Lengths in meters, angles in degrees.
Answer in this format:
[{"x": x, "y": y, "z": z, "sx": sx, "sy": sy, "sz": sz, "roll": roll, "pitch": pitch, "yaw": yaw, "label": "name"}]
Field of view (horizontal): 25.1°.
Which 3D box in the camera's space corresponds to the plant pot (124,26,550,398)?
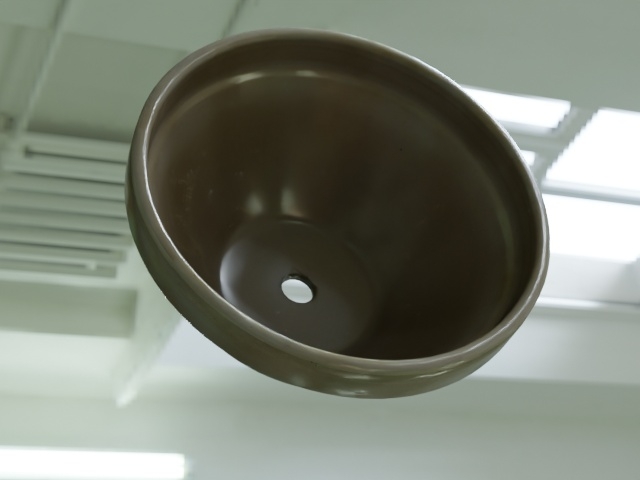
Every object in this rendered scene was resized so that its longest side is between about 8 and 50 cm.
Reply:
[{"x": 0.000, "y": 0.000, "z": 0.817, "sx": 0.109, "sy": 0.237, "sz": 0.237, "roll": 118, "pitch": -33, "yaw": -50, "label": "plant pot"}]
